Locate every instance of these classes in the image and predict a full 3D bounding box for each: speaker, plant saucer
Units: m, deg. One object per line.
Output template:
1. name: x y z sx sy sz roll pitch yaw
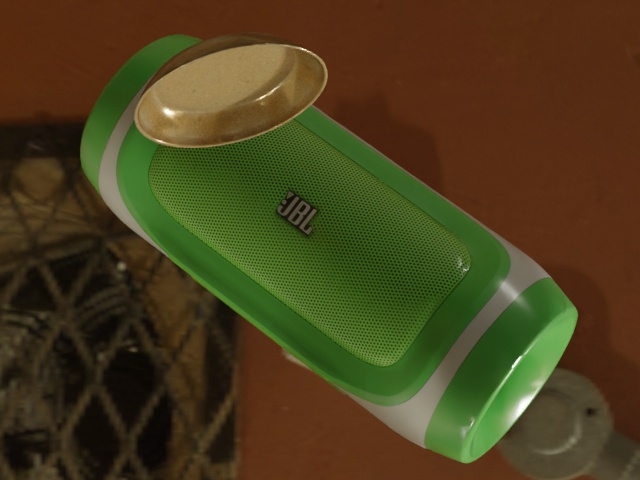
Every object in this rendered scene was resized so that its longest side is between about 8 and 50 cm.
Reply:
1. speaker: 0.000 0.000 0.992 0.296 0.131 0.131 36 -85 19
2. plant saucer: -0.039 -0.066 0.707 0.083 0.083 0.015 -22 -113 14
